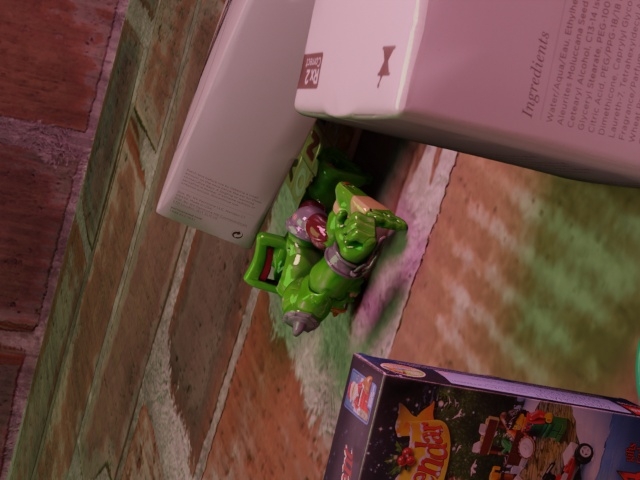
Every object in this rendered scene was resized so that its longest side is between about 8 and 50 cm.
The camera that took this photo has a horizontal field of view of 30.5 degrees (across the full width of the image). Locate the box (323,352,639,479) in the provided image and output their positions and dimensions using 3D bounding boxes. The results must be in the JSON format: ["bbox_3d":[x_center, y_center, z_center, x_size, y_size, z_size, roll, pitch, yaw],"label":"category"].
[{"bbox_3d":[0.069,0.184,0.585,0.044,0.159,0.233,-155,77,-69],"label":"box"}]

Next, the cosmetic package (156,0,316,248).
[{"bbox_3d":[-0.026,-0.221,1.039,0.377,0.097,0.284,-81,18,-50],"label":"cosmetic package"}]

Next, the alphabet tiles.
[{"bbox_3d":[0.013,-0.145,1.129,0.198,0.009,0.237,-119,45,-60],"label":"alphabet tiles"}]

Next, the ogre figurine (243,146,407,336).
[{"bbox_3d":[0.000,0.000,0.965,0.118,0.096,0.197,-59,37,17],"label":"ogre figurine"}]

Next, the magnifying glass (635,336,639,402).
[{"bbox_3d":[0.209,0.046,0.487,0.231,0.026,0.092,158,122,-68],"label":"magnifying glass"}]

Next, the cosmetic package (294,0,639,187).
[{"bbox_3d":[0.105,-0.118,0.615,0.151,0.183,0.152,-163,85,-69],"label":"cosmetic package"}]
